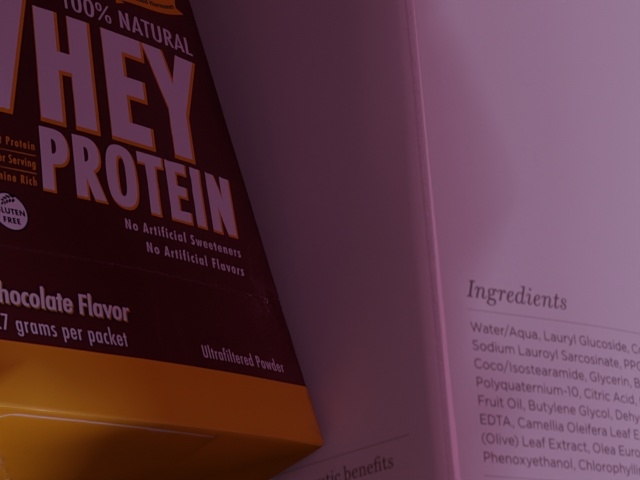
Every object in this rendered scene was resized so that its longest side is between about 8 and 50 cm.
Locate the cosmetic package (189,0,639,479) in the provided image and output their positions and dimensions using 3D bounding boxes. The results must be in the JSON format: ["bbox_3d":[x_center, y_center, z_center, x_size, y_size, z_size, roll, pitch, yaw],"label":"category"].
[{"bbox_3d":[0.028,0.004,0.634,0.155,0.197,0.365,12,67,-35],"label":"cosmetic package"}]

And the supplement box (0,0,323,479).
[{"bbox_3d":[-0.130,0.012,0.572,0.129,0.191,0.194,13,51,-47],"label":"supplement box"}]
